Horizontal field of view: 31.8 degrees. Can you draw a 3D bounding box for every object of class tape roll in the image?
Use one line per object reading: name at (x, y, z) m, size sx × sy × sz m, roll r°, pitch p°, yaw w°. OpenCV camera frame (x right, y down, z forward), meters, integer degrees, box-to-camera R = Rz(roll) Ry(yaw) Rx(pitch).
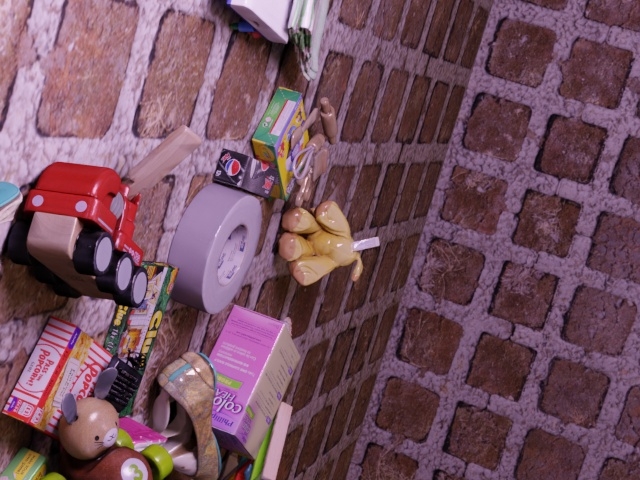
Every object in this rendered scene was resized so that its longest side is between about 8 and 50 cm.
tape roll at (-0.181, 0.014, 1.933) m, size 0.219 × 0.072 × 0.219 m, roll 19°, pitch 90°, yaw -75°

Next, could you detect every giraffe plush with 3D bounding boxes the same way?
giraffe plush at (0.000, 0.000, 2.400) m, size 0.170 × 0.210 × 0.181 m, roll -159°, pitch -106°, yaw -73°

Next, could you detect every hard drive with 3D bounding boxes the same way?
hard drive at (-0.063, -0.485, 1.723) m, size 0.210 × 0.040 × 0.318 m, roll 20°, pitch 82°, yaw -74°

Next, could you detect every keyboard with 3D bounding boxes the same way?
keyboard at (-0.292, 0.214, 1.704) m, size 0.192 × 0.038 × 0.100 m, roll 86°, pitch 27°, yaw -77°

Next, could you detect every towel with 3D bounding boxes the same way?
towel at (-0.005, -0.424, 1.908) m, size 0.325 × 0.038 × 0.247 m, roll 66°, pitch 35°, yaw -84°

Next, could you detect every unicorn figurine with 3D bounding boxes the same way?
unicorn figurine at (-0.098, 0.218, 2.488) m, size 0.162 × 0.060 × 0.111 m, roll -75°, pitch 176°, yaw -64°

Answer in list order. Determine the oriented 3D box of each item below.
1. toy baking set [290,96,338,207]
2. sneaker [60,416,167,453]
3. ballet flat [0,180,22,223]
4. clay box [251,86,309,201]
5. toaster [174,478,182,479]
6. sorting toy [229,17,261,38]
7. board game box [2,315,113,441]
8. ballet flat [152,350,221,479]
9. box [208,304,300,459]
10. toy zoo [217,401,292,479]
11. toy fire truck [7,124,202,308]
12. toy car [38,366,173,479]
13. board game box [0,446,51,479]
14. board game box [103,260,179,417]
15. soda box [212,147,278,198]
toy baking set at (-0.010, -0.174, 2.170) m, size 0.256 × 0.030 × 0.196 m, roll 81°, pitch 27°, yaw -61°
sneaker at (-0.338, 0.353, 1.778) m, size 0.252 × 0.103 × 0.111 m, roll -9°, pitch 121°, yaw -65°
ballet flat at (-0.388, -0.018, 1.247) m, size 0.168 × 0.057 × 0.052 m, roll -39°, pitch 154°, yaw -61°
clay box at (-0.069, -0.171, 2.119) m, size 0.222 × 0.053 × 0.127 m, roll 78°, pitch 33°, yaw -60°
toaster at (-0.247, 0.572, 2.145) m, size 0.146 × 0.129 × 0.227 m, roll 75°, pitch -3°, yaw -53°
sorting toy at (-0.119, -0.357, 1.779) m, size 0.102 × 0.042 × 0.061 m, roll 66°, pitch 33°, yaw -58°
board game box at (-0.364, 0.206, 1.595) m, size 0.193 × 0.045 × 0.146 m, roll 67°, pitch 45°, yaw -68°
ballet flat at (-0.251, 0.344, 2.040) m, size 0.123 × 0.123 × 0.348 m, roll -55°, pitch 158°, yaw -44°
box at (-0.153, 0.288, 2.257) m, size 0.213 × 0.117 × 0.243 m, roll 72°, pitch 39°, yaw -65°
toy zoo at (-0.160, 0.487, 2.377) m, size 0.293 × 0.030 × 0.192 m, roll -48°, pitch -161°, yaw 40°
toy fire truck at (-0.269, -0.054, 1.465) m, size 0.217 × 0.159 × 0.246 m, roll 62°, pitch 37°, yaw -68°
toy car at (-0.306, 0.273, 1.556) m, size 0.155 × 0.149 × 0.188 m, roll -34°, pitch 131°, yaw -48°
board game box at (-0.469, 0.472, 1.555) m, size 0.213 × 0.046 × 0.317 m, roll 92°, pitch 23°, yaw -48°
board game box at (-0.301, 0.159, 1.783) m, size 0.136 × 0.030 × 0.259 m, roll 7°, pitch 102°, yaw -76°
soda box at (-0.130, -0.117, 1.983) m, size 0.169 × 0.053 × 0.060 m, roll 18°, pitch 91°, yaw -75°
